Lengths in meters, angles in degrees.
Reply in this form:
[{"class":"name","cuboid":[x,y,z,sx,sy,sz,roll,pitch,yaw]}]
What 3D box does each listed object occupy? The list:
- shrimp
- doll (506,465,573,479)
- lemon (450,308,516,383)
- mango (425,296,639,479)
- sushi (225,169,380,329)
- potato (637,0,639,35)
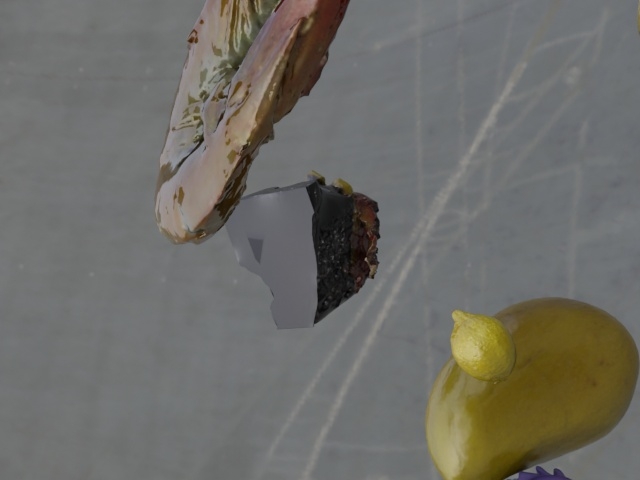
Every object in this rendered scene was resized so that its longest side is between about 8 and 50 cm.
[{"class":"shrimp","cuboid":[-0.029,-0.105,0.494,0.152,0.063,0.287,-85,22,-44]},{"class":"doll","cuboid":[0.249,0.301,1.137,0.206,0.110,0.067,137,128,-73]},{"class":"lemon","cuboid":[0.170,0.110,1.015,0.065,0.092,0.065,-35,0,0]},{"class":"mango","cuboid":[0.261,0.176,1.199,0.142,0.331,0.195,-41,66,58]},{"class":"sushi","cuboid":[0.000,0.000,1.208,0.153,0.150,0.172,-8,105,42]},{"class":"potato","cuboid":[0.304,-0.197,0.829,0.103,0.066,0.096,-56,-26,-20]}]
